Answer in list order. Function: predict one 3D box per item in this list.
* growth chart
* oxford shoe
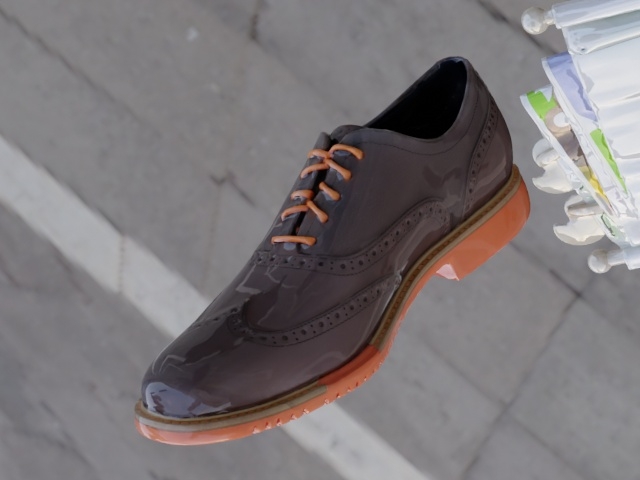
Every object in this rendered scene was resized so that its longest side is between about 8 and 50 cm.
[{"bbox_3d":[0.204,-0.065,1.004,0.172,0.021,0.237,-7,136,19],"label":"growth chart"},{"bbox_3d":[0.000,0.000,0.817,0.097,0.271,0.098,6,123,38],"label":"oxford shoe"}]
